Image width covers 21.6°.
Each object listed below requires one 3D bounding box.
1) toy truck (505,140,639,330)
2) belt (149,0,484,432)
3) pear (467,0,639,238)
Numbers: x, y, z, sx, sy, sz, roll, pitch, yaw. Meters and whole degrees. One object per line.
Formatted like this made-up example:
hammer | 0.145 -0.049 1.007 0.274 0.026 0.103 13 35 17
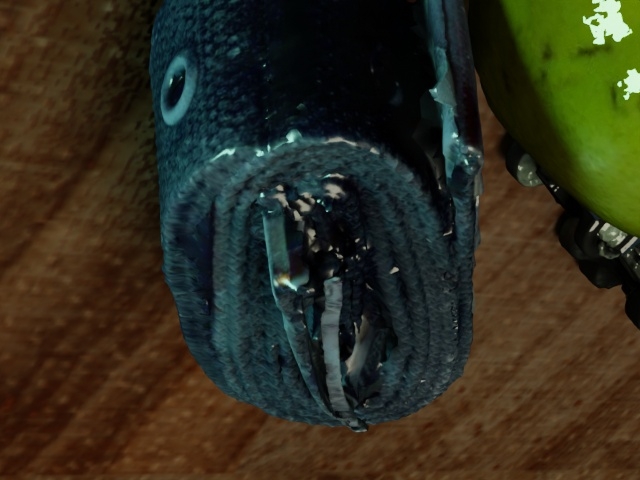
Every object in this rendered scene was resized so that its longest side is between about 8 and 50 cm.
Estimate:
toy truck | 0.162 -0.009 0.787 0.088 0.074 0.201 -40 140 4
belt | 0.000 0.000 0.624 0.122 0.128 0.218 -6 151 2
pear | 0.147 -0.088 0.606 0.200 0.200 0.200 -17 139 -15
